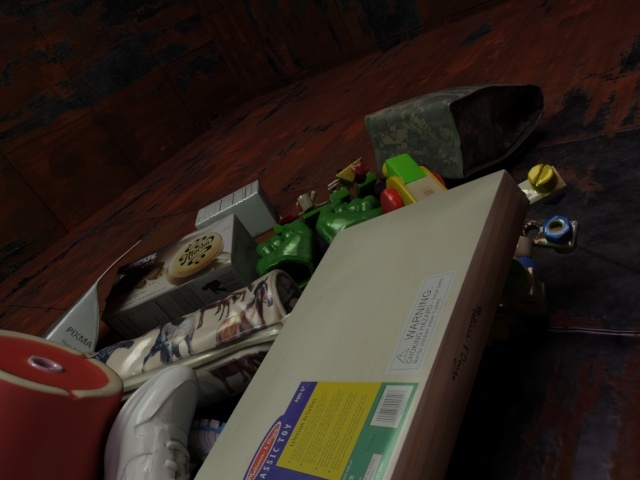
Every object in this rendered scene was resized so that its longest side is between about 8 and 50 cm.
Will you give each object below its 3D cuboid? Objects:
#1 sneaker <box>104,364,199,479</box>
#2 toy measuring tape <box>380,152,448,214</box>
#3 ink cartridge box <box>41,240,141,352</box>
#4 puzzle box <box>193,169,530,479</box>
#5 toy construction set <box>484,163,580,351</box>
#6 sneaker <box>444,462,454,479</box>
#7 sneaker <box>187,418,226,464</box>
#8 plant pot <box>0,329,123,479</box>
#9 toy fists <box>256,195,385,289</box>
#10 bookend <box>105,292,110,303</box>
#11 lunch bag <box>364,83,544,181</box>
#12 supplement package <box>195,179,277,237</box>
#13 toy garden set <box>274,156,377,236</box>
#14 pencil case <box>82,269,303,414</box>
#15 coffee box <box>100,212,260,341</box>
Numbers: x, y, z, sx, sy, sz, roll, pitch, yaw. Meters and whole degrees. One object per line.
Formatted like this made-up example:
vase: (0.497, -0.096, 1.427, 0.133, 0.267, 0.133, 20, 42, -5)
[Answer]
sneaker: (-0.180, 0.293, 0.575, 0.152, 0.114, 0.305, 4, 58, 19)
toy measuring tape: (0.191, -0.032, 0.884, 0.121, 0.121, 0.330, -29, 47, -1)
ink cartridge box: (-0.494, 0.200, 1.017, 0.308, 0.091, 0.385, -30, 22, 45)
puzzle box: (0.031, 0.121, 0.511, 0.272, 0.052, 0.408, -19, 33, 51)
toy construction set: (0.159, 0.039, 0.678, 0.328, 0.151, 0.214, -18, 54, 47)
sneaker: (0.055, 0.254, 0.442, 0.135, 0.097, 0.276, -19, 28, 16)
sneaker: (-0.114, 0.271, 0.632, 0.191, 0.071, 0.083, -14, 34, 31)
plant pot: (-0.370, 0.250, 0.597, 0.275, 0.275, 0.243, 13, 79, 56)
toy fists: (0.000, 0.000, 0.998, 0.279, 0.096, 0.142, -26, 23, 10)
bookend: (-0.416, 0.104, 1.266, 0.156, 0.072, 0.157, -23, 24, 10)
lunch bag: (0.276, -0.227, 1.040, 0.287, 0.168, 0.235, -27, 20, -30)
supplement package: (-0.212, -0.058, 1.321, 0.179, 0.105, 0.105, -26, 24, 5)
toy garden set: (0.003, -0.091, 1.101, 0.244, 0.049, 0.204, -29, -8, -2)
pencil case: (-0.187, 0.179, 0.767, 0.411, 0.159, 0.183, -23, 6, 13)
coffee box: (-0.279, 0.088, 1.069, 0.297, 0.118, 0.168, -23, 36, 12)
